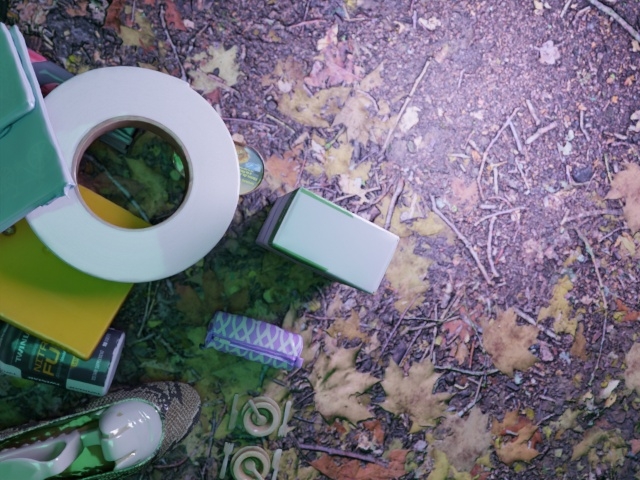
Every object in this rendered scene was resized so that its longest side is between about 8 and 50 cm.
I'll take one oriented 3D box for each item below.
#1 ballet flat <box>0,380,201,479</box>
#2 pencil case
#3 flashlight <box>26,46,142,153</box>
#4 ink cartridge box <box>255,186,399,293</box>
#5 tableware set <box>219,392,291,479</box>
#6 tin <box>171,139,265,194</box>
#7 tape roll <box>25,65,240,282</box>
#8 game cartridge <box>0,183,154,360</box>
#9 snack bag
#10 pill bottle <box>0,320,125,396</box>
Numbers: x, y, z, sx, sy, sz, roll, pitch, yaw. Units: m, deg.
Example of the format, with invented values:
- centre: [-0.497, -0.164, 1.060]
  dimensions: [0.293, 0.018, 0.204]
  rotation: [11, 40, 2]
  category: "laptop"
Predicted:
- centre: [-0.451, 0.387, 1.074]
  dimensions: [0.482, 0.182, 0.164]
  rotation: [-13, 86, -17]
  category: "ballet flat"
- centre: [-0.138, 0.206, 1.200]
  dimensions: [0.205, 0.088, 0.087]
  rotation: [16, 92, -12]
  category: "pencil case"
- centre: [-0.488, -0.271, 1.103]
  dimensions: [0.304, 0.103, 0.103]
  rotation: [32, 43, -14]
  category: "flashlight"
- centre: [0.000, 0.000, 1.119]
  dimensions: [0.201, 0.278, 0.117]
  rotation: [26, 85, -11]
  category: "ink cartridge box"
- centre: [-0.136, 0.430, 1.238]
  dimensions: [0.128, 0.039, 0.194]
  rotation: [11, 91, -11]
  category: "tableware set"
- centre: [-0.207, -0.157, 1.192]
  dimensions: [0.189, 0.040, 0.106]
  rotation: [18, 86, -11]
  category: "tin"
- centre: [-0.340, -0.118, 1.065]
  dimensions: [0.391, 0.072, 0.393]
  rotation: [1, 88, -19]
  category: "tape roll"
- centre: [-0.501, 0.025, 1.081]
  dimensions: [0.323, 0.052, 0.286]
  rotation: [30, 64, -9]
  category: "game cartridge"
- centre: [-0.588, -0.149, 0.980]
  dimensions: [0.322, 0.037, 0.343]
  rotation: [-29, 74, 12]
  category: "snack bag"
- centre: [-0.510, 0.205, 1.107]
  dimensions: [0.245, 0.130, 0.131]
  rotation: [17, 90, -12]
  category: "pill bottle"
